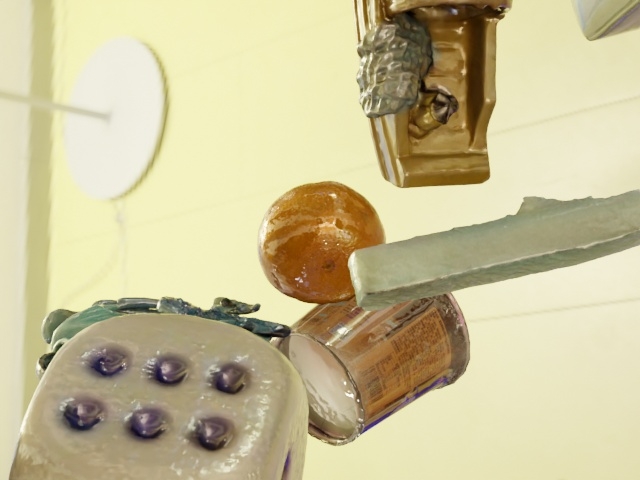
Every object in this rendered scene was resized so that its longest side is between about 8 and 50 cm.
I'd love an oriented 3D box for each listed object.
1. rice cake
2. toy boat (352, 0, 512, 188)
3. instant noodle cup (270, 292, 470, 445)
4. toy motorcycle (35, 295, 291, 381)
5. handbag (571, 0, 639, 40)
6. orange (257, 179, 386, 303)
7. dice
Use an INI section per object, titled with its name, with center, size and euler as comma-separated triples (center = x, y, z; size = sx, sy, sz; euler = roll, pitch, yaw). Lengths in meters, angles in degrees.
[rice cake]
center = 0.105, 0.001, 0.781
size = 0.180, 0.030, 0.042
euler = -13, 66, 0
[toy boat]
center = 0.064, -0.185, 0.781
size = 0.115, 0.089, 0.310
euler = 169, 100, -69
[instant noodle cup]
center = 0.058, 0.152, 1.812
size = 0.217, 0.207, 0.217
euler = 26, 131, 34
[toy motorcycle]
center = -0.163, 0.120, 1.398
size = 0.206, 0.260, 0.154
euler = -119, 39, -67
[handbag]
center = 0.318, -0.347, 1.446
size = 0.256, 0.079, 0.219
euler = 140, 111, -74
[orange]
center = 0.000, 0.000, 1.619
size = 0.156, 0.156, 0.124
euler = -58, 25, 23
[dice]
center = -0.118, 0.182, 1.034
size = 0.194, 0.193, 0.191
euler = -69, -13, -50
